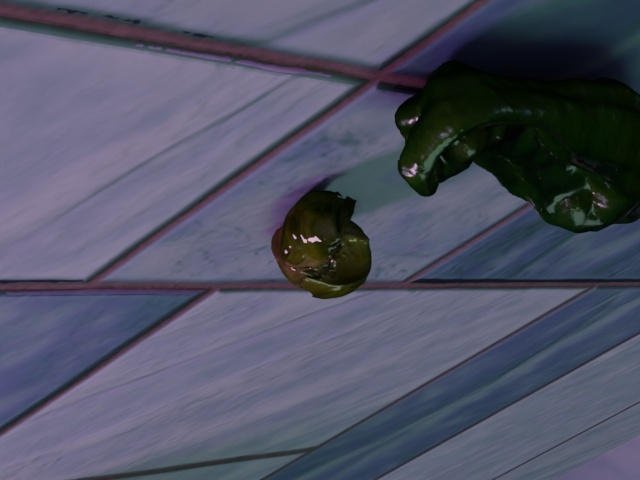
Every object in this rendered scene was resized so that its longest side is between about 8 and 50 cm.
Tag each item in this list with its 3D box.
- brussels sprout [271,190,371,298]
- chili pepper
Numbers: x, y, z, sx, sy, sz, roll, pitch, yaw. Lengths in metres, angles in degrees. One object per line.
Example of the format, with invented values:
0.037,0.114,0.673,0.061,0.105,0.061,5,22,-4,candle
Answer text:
-0.001,0.000,0.887,0.051,0.046,0.083,-20,153,1,brussels sprout
0.111,-0.046,0.849,0.100,0.074,0.257,-29,158,26,chili pepper
